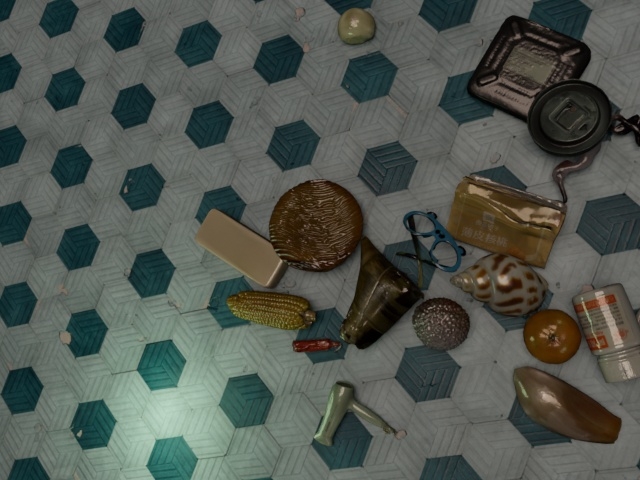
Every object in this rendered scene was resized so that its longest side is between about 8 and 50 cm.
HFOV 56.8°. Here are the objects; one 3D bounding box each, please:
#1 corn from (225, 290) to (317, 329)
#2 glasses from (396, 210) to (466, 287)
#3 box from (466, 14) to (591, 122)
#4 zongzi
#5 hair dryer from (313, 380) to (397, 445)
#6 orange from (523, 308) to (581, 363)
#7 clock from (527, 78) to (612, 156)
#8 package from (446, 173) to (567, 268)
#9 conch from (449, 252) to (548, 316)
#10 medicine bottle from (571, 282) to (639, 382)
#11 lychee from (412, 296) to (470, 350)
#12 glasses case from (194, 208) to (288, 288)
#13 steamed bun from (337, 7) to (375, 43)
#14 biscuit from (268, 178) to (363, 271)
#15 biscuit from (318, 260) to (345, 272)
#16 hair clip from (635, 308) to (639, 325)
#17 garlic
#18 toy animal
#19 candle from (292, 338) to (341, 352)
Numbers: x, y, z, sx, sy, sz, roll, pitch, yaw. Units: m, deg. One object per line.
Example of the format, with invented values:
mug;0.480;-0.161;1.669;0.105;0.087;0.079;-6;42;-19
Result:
corn;-0.161;0.228;1.949;0.322;0.119;0.119;4;83;23
glasses;0.309;0.043;1.807;0.239;0.102;0.207;53;124;30
box;0.638;-0.523;1.826;0.290;0.073;0.289;32;93;18
zongzi;0.137;0.161;1.865;0.286;0.134;0.288;-46;58;11
hair dryer;0.119;0.572;1.842;0.237;0.075;0.206;20;95;12
orange;0.654;0.271;1.674;0.156;0.124;0.156;-4;77;19
clock;0.713;-0.350;1.702;0.226;0.049;0.226;-5;77;25
package;0.544;-0.071;1.741;0.311;0.165;0.221;22;89;20
conch;0.520;0.126;1.725;0.275;0.149;0.182;2;82;18
medicine bottle;0.801;0.253;1.621;0.144;0.144;0.252;-22;76;13
lychee;0.364;0.251;1.761;0.165;0.197;0.165;-31;34;24
glasses case;-0.266;0.026;2.031;0.336;0.076;0.144;32;92;19
steamed bun;0.119;-0.737;2.017;0.130;0.091;0.112;0;80;18
biscuit;-0.017;-0.051;1.930;0.318;0.040;0.318;-3;72;11
biscuit;0.000;0.000;1.967;0.226;0.042;0.226;-4;78;17
hair clip;0.952;0.218;1.631;0.140;0.054;0.220;35;97;13
garlic;0.680;0.474;1.656;0.318;0.112;0.143;29;88;9
toy animal;0.784;-0.284;1.734;0.324;0.090;0.195;-38;71;6
candle;-0.011;0.344;1.916;0.162;0.053;0.048;-5;86;15
